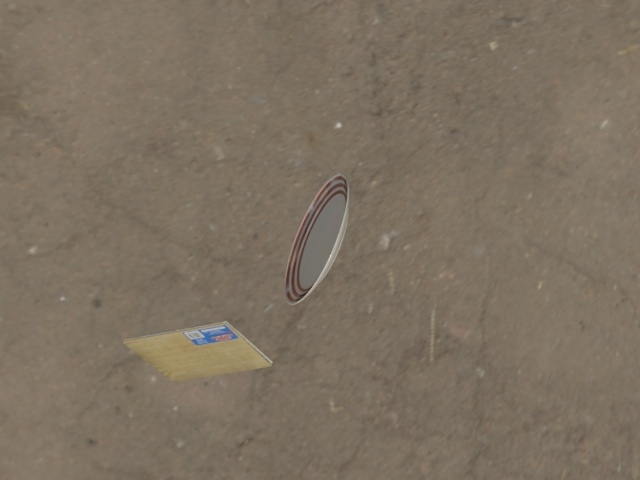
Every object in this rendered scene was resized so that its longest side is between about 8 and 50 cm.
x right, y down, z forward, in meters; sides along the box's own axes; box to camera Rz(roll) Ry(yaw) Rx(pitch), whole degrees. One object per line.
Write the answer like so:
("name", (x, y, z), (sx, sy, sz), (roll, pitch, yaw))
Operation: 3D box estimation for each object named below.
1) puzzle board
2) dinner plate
("puzzle board", (-0.129, 0.116, 1.079), (0.128, 0.011, 0.096), (-12, 142, 24))
("dinner plate", (0.000, 0.000, 1.025), (0.017, 0.141, 0.141), (21, 114, -16))
